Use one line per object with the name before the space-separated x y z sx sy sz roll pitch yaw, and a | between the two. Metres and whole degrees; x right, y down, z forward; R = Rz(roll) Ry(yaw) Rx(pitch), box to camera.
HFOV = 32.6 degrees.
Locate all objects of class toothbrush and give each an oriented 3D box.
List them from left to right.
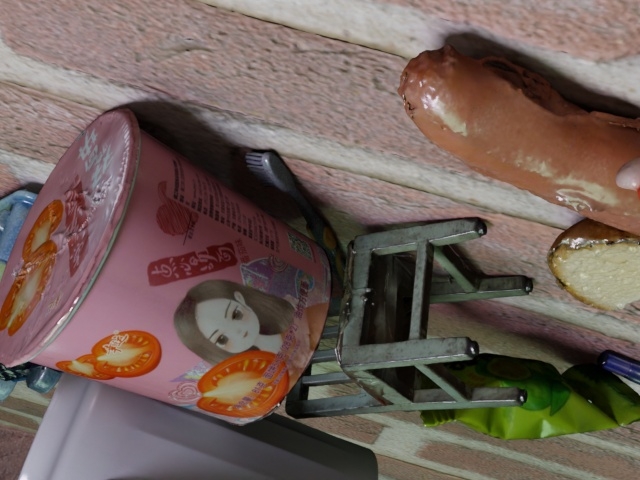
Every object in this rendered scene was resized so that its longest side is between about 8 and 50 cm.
toothbrush | 0.003 0.001 1.084 0.031 0.023 0.321 11 157 30

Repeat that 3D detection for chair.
chair | 0.054 0.082 1.054 0.270 0.136 0.147 -7 150 31

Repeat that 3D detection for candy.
candy | 0.204 0.165 1.148 0.246 0.069 0.149 7 -167 -15

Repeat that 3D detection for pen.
pen | 0.391 0.164 1.193 0.204 0.025 0.025 22 157 -14

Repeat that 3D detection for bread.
bread | 0.262 0.015 0.922 0.126 0.044 0.129 -5 147 26

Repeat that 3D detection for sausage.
sausage | 0.202 -0.051 0.761 0.326 0.079 0.087 21 167 -7

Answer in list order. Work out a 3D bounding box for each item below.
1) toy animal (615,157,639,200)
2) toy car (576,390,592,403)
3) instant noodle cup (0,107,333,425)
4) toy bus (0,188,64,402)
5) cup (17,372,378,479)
toy animal | 0.293 -0.034 0.650 0.197 0.171 0.171 19 157 -15
toy car | 0.270 0.195 1.306 0.186 0.058 0.093 3 152 30
instant noodle cup | -0.137 0.038 0.986 0.231 0.243 0.243 28 155 -29
toy bus | -0.368 0.070 1.274 0.152 0.190 0.312 30 154 -29
cup | -0.129 0.268 1.063 0.326 0.237 0.323 22 178 -8
